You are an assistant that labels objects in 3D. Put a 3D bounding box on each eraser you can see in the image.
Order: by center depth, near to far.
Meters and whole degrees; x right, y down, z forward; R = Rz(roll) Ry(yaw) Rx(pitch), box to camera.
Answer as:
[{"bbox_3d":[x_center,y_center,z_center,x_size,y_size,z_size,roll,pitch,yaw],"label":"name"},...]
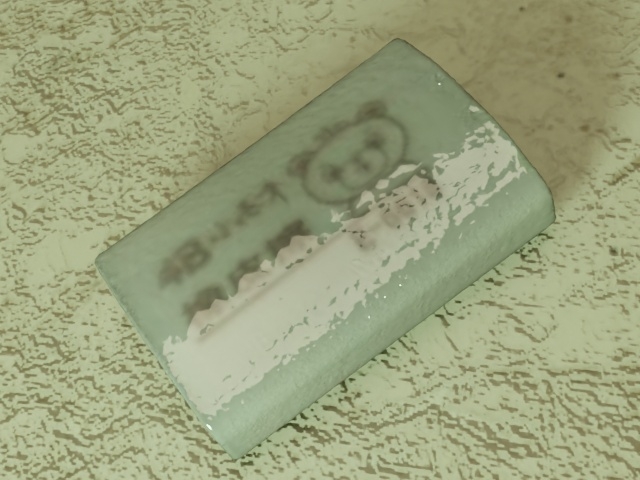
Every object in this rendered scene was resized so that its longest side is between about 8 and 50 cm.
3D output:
[{"bbox_3d":[0.000,0.000,0.870,0.270,0.095,0.174,-37,58,-4],"label":"eraser"}]
